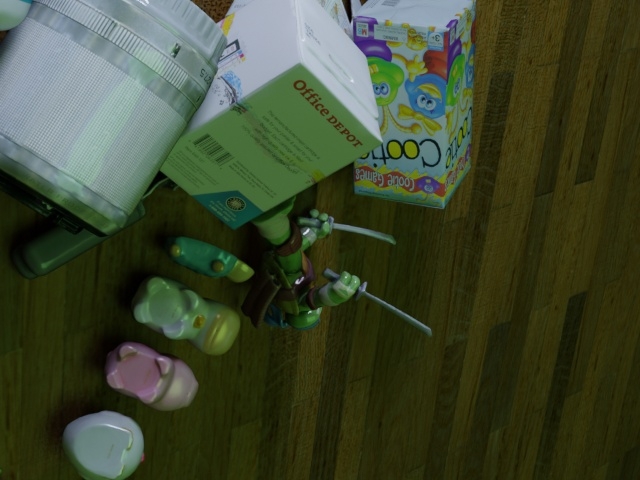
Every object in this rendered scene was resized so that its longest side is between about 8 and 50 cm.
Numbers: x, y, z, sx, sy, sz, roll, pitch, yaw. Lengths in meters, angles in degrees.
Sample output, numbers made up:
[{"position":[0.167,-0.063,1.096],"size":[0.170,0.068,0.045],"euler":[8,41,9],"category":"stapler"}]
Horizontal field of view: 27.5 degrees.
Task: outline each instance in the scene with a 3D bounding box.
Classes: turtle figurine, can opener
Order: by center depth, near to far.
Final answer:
[{"position":[-0.265,-0.058,1.627],"size":[0.283,0.076,0.095],"euler":[-33,100,-31],"category":"can opener"},{"position":[0.000,0.000,1.838],"size":[0.266,0.275,0.198],"euler":[61,30,-41],"category":"turtle figurine"}]

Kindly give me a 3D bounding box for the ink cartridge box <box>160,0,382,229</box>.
[{"position":[-0.070,-0.164,1.584],"size":[0.233,0.168,0.171],"euler":[-28,134,22],"category":"ink cartridge box"}]

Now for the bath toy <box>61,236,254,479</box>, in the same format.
[{"position":[-0.218,0.165,1.752],"size":[0.151,0.129,0.348],"euler":[29,85,-7],"category":"bath toy"}]

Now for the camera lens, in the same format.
[{"position":[-0.257,-0.158,1.443],"size":[0.274,0.219,0.219],"euler":[-59,141,-5],"category":"camera lens"}]

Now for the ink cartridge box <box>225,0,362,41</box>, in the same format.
[{"position":[-0.018,-0.274,1.768],"size":[0.275,0.060,0.239],"euler":[66,36,-43],"category":"ink cartridge box"}]

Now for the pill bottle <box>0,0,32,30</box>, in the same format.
[{"position":[-0.344,-0.313,1.319],"size":[0.146,0.146,0.264],"euler":[13,102,-50],"category":"pill bottle"}]

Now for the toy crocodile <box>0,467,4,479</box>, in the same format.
[{"position":[-0.460,0.277,1.548],"size":[0.115,0.105,0.340],"euler":[-52,144,-14],"category":"toy crocodile"}]

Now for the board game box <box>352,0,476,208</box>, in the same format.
[{"position":[0.134,-0.206,1.869],"size":[0.144,0.142,0.275],"euler":[-53,148,-52],"category":"board game box"}]
